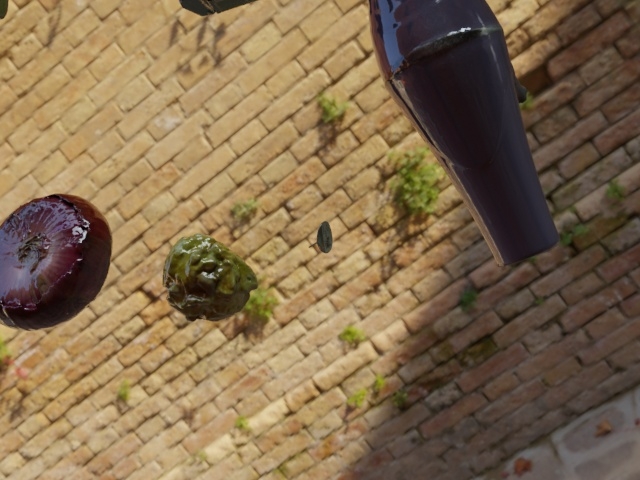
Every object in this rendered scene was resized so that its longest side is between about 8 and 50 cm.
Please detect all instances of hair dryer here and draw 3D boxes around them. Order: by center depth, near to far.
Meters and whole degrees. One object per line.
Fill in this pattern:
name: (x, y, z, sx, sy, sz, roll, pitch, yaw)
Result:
hair dryer: (0.189, -0.148, 0.813, 0.121, 0.301, 0.361, -24, 1, 29)

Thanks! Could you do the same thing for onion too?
onion: (-0.458, 0.040, 1.267, 0.248, 0.248, 0.161, -39, -19, -7)

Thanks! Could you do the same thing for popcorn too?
popcorn: (-0.149, 0.052, 0.972, 0.106, 0.120, 0.116, -49, 43, -15)

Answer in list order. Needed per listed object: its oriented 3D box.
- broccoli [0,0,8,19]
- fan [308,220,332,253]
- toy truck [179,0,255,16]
broccoli: (-0.649, -0.370, 1.090, 0.361, 0.252, 0.221, -19, -30, -5)
fan: (0.005, 0.004, 1.410, 0.003, 0.060, 0.080, 2, 47, 34)
toy truck: (-0.089, -0.397, 1.043, 0.253, 0.114, 0.124, -22, -2, -14)
